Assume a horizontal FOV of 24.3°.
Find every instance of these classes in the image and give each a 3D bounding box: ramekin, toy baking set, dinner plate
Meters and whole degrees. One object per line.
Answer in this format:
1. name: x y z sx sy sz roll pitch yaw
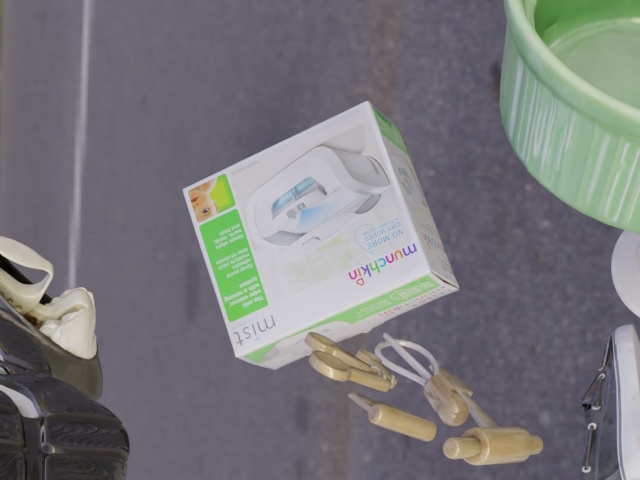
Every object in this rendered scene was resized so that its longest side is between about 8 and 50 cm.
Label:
1. ramekin: 0.291 -0.144 1.221 0.148 0.304 0.303 96 163 -50
2. toy baking set: 0.095 0.127 1.245 0.197 0.256 0.030 36 103 34
3. dinner plate: 0.344 0.019 1.392 0.017 0.141 0.141 65 -170 -57

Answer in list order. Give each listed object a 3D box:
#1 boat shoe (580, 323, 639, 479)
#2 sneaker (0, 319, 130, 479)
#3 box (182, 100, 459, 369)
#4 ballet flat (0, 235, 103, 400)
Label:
1. boat shoe: 0.173 0.100 0.878 0.142 0.040 0.049 -75 -34 -55
2. sneaker: -0.275 0.232 1.164 0.447 0.169 0.257 -146 69 -66
3. box: 0.000 0.000 1.794 0.127 0.262 0.231 30 -141 -65
4. ballet flat: -0.309 0.075 1.608 0.096 0.280 0.095 -34 35 16
